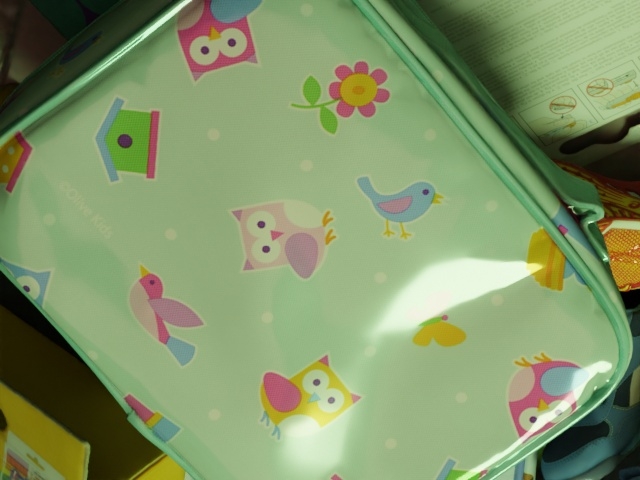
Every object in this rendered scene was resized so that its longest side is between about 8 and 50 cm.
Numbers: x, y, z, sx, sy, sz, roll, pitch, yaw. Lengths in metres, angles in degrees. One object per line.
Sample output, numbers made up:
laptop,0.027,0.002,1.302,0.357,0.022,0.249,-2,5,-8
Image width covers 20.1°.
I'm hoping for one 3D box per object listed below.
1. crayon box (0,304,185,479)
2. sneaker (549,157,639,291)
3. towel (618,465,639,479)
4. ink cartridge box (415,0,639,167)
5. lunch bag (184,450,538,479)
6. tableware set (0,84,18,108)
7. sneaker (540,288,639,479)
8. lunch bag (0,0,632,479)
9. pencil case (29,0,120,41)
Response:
crayon box,-0.180,0.153,1.009,0.203,0.083,0.323,32,136,24
sneaker,0.146,-0.001,0.926,0.175,0.064,0.067,6,127,-12
towel,0.332,0.140,0.985,0.336,0.040,0.243,-9,162,11
ink cartridge box,0.111,-0.104,0.882,0.145,0.045,0.179,-24,143,21
lunch bag,-0.002,0.124,1.021,0.243,0.115,0.303,6,129,1
tableware set,-0.204,-0.105,0.900,0.104,0.024,0.154,-29,121,21
sneaker,0.151,0.071,0.961,0.059,0.144,0.053,48,148,-20
lunch bag,0.000,0.000,0.818,0.224,0.108,0.279,-38,108,11
pencil case,-0.111,-0.137,0.839,0.070,0.064,0.151,-17,129,34
